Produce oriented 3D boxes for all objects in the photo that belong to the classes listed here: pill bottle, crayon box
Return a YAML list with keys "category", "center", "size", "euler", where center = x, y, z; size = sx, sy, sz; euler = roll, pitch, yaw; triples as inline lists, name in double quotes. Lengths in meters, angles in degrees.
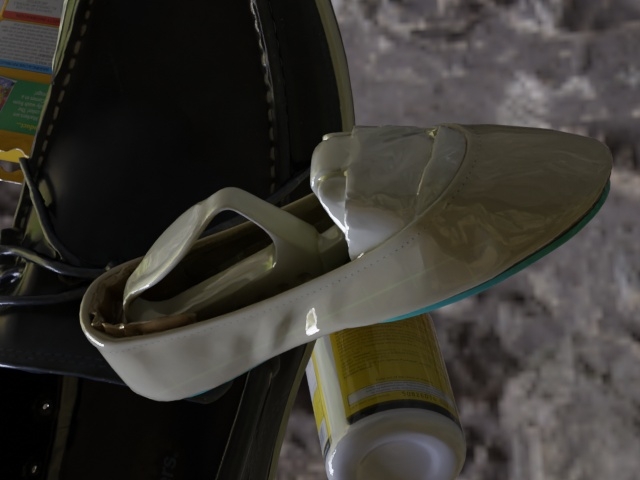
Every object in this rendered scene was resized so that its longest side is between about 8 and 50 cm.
- category: "pill bottle"
  center: [0.042, 0.101, 1.314]
  size: [0.103, 0.184, 0.103]
  euler: [-6, 133, -6]
- category: "crayon box"
  center: [-0.307, -0.199, 2.136]
  size: [0.203, 0.323, 0.083]
  euler: [11, 160, 23]

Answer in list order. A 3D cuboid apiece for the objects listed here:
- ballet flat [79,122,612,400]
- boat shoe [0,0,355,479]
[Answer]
- category: "ballet flat"
  center: [0.000, 0.000, 0.747]
  size: [0.248, 0.086, 0.086]
  euler: [-26, 155, 26]
- category: "boat shoe"
  center: [-0.095, 0.037, 0.971]
  size: [0.187, 0.500, 0.156]
  euler: [10, -174, 15]
